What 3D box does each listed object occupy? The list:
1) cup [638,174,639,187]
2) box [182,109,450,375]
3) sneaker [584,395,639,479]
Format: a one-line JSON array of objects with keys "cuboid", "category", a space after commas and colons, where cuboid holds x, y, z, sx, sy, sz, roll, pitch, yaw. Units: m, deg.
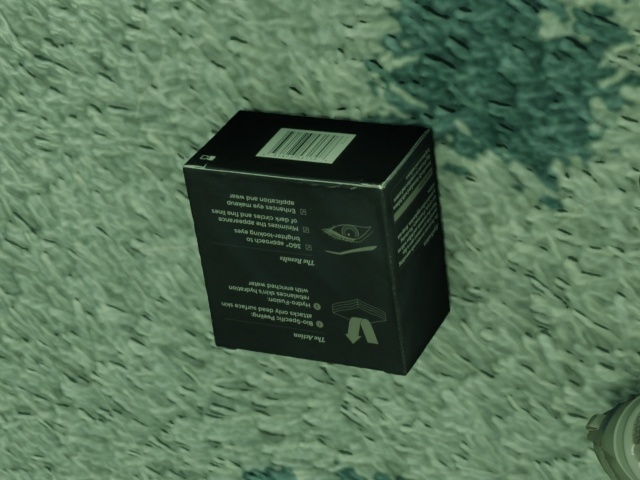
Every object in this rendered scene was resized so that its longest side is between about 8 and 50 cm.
[{"cuboid": [0.353, 0.076, 1.126, 0.237, 0.331, 0.331, -20, 112, 11], "category": "cup"}, {"cuboid": [0.000, 0.000, 1.383, 0.156, 0.093, 0.158, 7, 123, 25], "category": "box"}, {"cuboid": [0.303, 0.203, 1.372, 0.281, 0.105, 0.115, 48, 165, -13], "category": "sneaker"}]
